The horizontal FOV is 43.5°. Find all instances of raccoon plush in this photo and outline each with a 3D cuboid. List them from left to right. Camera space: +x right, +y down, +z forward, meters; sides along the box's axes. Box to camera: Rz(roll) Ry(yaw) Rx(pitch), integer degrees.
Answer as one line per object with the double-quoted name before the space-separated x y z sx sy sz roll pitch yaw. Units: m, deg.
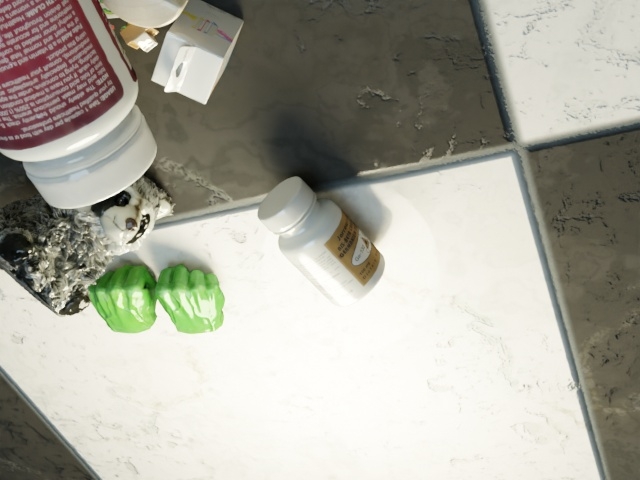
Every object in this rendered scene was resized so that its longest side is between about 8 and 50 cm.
"raccoon plush" -0.494 -0.070 1.491 0.446 0.299 0.216 29 157 30

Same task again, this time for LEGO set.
"LEGO set" -0.377 -0.275 1.313 0.132 0.107 0.287 2 137 -38

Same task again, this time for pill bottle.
"pill bottle" -0.391 -0.251 1.097 0.224 0.224 0.392 -7 129 18
"pill bottle" 0.000 0.000 1.423 0.131 0.131 0.229 -27 120 31

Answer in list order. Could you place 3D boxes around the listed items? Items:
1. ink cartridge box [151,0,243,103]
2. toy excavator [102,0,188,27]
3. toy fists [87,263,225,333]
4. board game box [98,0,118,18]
"ink cartridge box" -0.186 -0.282 1.208 0.089 0.143 0.092 23 132 -8
"toy excavator" -0.218 -0.523 0.940 0.433 0.222 0.445 -29 119 29
"toy fists" -0.330 0.112 1.622 0.279 0.096 0.142 0 141 10
"board game box" -0.417 -0.424 1.195 0.305 0.053 0.193 -1 130 13
